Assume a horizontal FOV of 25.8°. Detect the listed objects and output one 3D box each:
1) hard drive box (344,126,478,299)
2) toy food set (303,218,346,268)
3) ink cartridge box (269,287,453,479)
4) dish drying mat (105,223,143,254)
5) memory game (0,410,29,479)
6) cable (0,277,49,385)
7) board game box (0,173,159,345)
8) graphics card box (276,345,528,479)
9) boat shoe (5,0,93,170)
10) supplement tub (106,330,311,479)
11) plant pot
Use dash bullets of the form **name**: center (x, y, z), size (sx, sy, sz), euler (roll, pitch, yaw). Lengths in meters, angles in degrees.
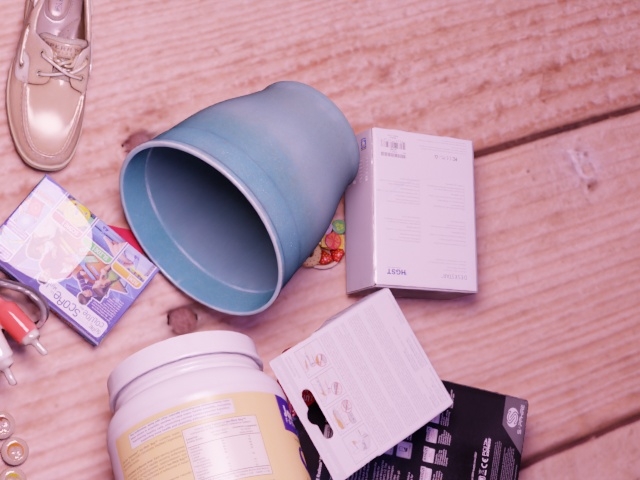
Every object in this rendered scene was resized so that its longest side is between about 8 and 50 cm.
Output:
- **hard drive box**: center (0.132, -0.036, 2.048), size (0.181, 0.089, 0.232), euler (6, 78, -28)
- **toy food set**: center (0.000, 0.000, 2.036), size (0.083, 0.020, 0.083), euler (5, 78, -21)
- **ink cartridge box**: center (0.047, 0.195, 1.883), size (0.232, 0.066, 0.189), euler (-29, 90, -32)
- **dish drying mat**: center (-0.284, -0.003, 1.930), size (0.083, 0.008, 0.032), euler (13, 76, -20)
- **memory game**: center (-0.467, 0.287, 1.800), size (0.186, 0.012, 0.186), euler (4, 79, -21)
- **cable**: center (-0.460, 0.055, 1.805), size (0.139, 0.072, 0.287), euler (-36, 97, -6)
- **board game box**: center (-0.337, 0.028, 1.882), size (0.201, 0.035, 0.136), euler (42, 73, -10)
- **graphics card box**: center (0.104, 0.301, 1.983), size (0.370, 0.094, 0.233), euler (14, 75, -18)
- **boat shoe**: center (-0.360, -0.247, 1.895), size (0.109, 0.098, 0.302), euler (9, 77, -20)
- **supplement tub**: center (-0.135, 0.307, 1.771), size (0.241, 0.241, 0.331), euler (-7, 63, -23)
- **plant pot**: center (-0.087, -0.082, 1.897), size (0.272, 0.271, 0.255), euler (51, 53, -6)
